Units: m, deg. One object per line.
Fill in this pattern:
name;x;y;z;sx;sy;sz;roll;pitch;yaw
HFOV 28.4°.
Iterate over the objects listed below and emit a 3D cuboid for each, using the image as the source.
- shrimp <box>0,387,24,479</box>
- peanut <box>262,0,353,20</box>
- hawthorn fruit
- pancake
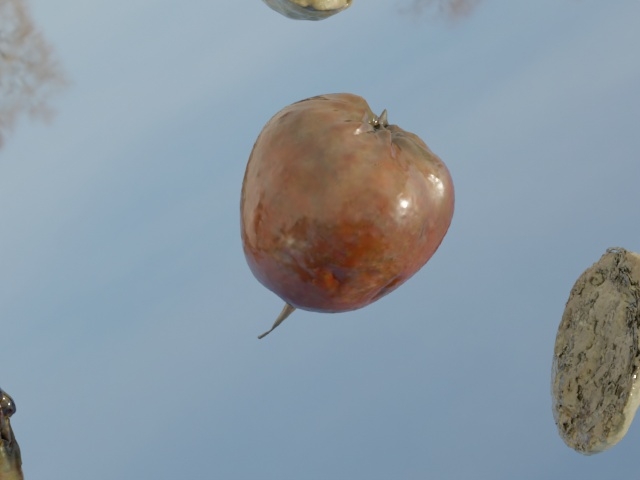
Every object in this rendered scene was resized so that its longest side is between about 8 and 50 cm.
shrimp;-0.241;0.135;0.768;0.147;0.195;0.035;22;-139;15
peanut;-0.024;-0.399;1.649;0.158;0.174;0.340;-20;-153;28
hawthorn fruit;0.015;-0.007;0.874;0.149;0.189;0.149;6;-173;-1
pancake;0.363;0.143;1.619;0.282;0.049;0.283;-162;-90;-76
